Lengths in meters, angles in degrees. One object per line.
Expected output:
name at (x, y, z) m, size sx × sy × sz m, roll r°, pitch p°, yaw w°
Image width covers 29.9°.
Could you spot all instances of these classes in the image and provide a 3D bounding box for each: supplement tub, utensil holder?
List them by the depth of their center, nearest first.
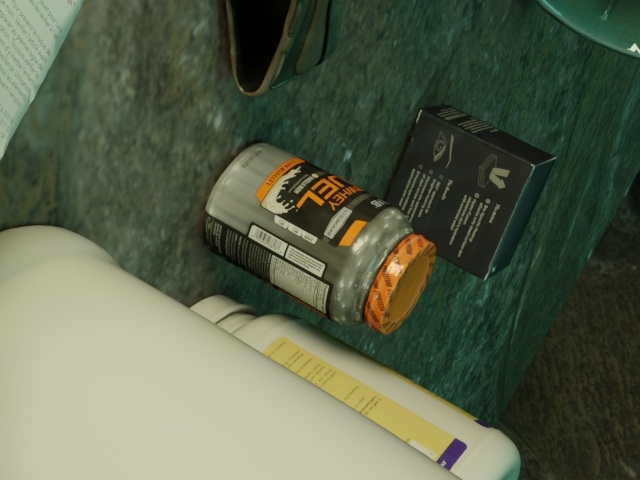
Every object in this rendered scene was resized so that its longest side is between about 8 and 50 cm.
utensil holder at (-0.111, 0.219, 0.816) m, size 0.327 × 0.385 × 0.327 m, roll -48°, pitch 156°, yaw -30°
supplement tub at (0.000, 0.000, 1.070) m, size 0.117 × 0.190 × 0.117 m, roll -50°, pitch 157°, yaw -30°
supplement tub at (-0.006, 0.216, 1.131) m, size 0.241 × 0.331 × 0.241 m, roll -48°, pitch 155°, yaw -31°

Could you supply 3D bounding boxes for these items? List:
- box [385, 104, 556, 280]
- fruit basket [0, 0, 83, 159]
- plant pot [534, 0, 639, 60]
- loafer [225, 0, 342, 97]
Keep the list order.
box at (0.176, -0.061, 1.454) m, size 0.093 × 0.158 × 0.156 m, roll -21°, pitch 136°, yaw -60°
fruit basket at (-0.242, -0.070, 0.528) m, size 0.327 × 0.165 × 0.353 m, roll 65°, pitch 40°, yaw -66°
plant pot at (0.442, -0.431, 1.416) m, size 0.334 × 0.341 × 0.341 m, roll -66°, pitch 161°, yaw -11°
loafer at (-0.035, -0.200, 0.879) m, size 0.084 × 0.096 × 0.267 m, roll -47°, pitch 158°, yaw -20°
